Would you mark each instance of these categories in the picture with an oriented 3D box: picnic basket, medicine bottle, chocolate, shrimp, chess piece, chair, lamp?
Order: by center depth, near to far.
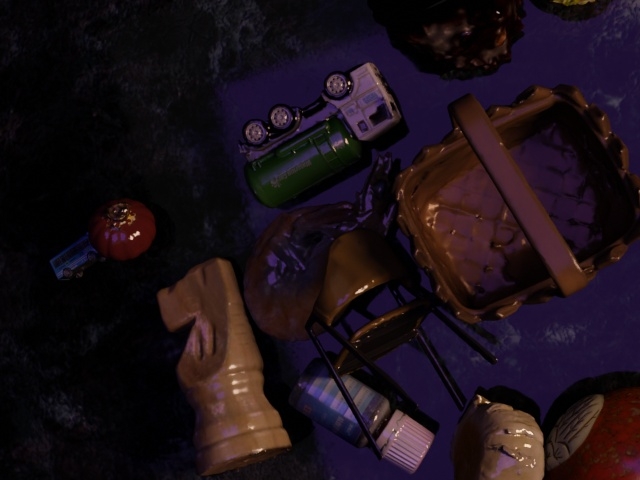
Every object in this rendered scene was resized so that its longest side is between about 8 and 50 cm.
[{"bbox_3d":[0.245,-0.045,1.168,0.291,0.321,0.254,-29,80,8],"label":"picnic basket"},{"bbox_3d":[0.089,0.127,1.262,0.247,0.159,0.172,50,144,25],"label":"chair"},{"bbox_3d":[0.199,-0.317,1.285,0.224,0.177,0.206,-20,41,24],"label":"chocolate"},{"bbox_3d":[0.059,0.247,1.322,0.203,0.083,0.083,29,96,10],"label":"medicine bottle"},{"bbox_3d":[0.000,0.000,1.341,0.168,0.077,0.317,33,99,13],"label":"shrimp"},{"bbox_3d":[-0.144,0.177,1.359,0.137,0.137,0.300,-20,73,11],"label":"chess piece"},{"bbox_3d":[-0.294,-0.016,1.394,0.101,0.090,0.101,-2,53,2],"label":"lamp"}]

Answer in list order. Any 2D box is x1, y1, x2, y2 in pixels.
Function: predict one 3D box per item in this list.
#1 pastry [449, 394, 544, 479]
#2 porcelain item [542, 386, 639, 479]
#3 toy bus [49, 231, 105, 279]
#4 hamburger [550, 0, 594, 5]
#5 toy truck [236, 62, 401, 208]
[{"bbox_3d":[0.232,0.292,1.255,0.088,0.166,0.165,14,93,-12],"label":"pastry"},{"bbox_3d":[0.393,0.312,1.176,0.253,0.253,0.252,0,90,12],"label":"porcelain item"},{"bbox_3d":[-0.367,0.025,1.436,0.083,0.038,0.046,-34,80,9],"label":"toy bus"},{"bbox_3d":[0.338,-0.379,1.265,0.141,0.081,0.126,23,92,23],"label":"hamburger"},{"bbox_3d":[-0.006,-0.147,1.330,0.242,0.101,0.125,-30,89,13],"label":"toy truck"}]
